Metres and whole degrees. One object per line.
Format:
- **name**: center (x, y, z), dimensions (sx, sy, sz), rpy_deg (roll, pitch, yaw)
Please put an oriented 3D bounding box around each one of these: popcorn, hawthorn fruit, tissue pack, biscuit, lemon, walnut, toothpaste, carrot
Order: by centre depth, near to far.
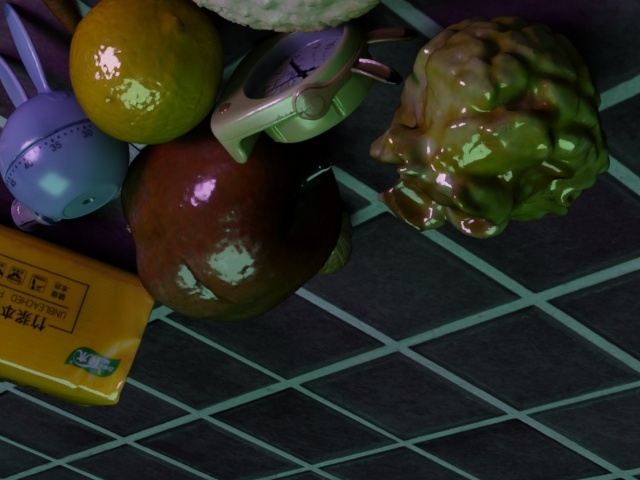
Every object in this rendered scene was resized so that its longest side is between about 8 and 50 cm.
- **biscuit**: center (-0.036, -0.286, 1.239), dimensions (0.281, 0.084, 0.179), rpy_deg (3, 148, 14)
- **popcorn**: center (0.183, -0.119, 1.283), dimensions (0.258, 0.224, 0.270), rpy_deg (-12, 152, -48)
- **lemon**: center (-0.201, -0.198, 1.354), dimensions (0.178, 0.178, 0.203), rpy_deg (23, 148, -17)
- **carrot**: center (-0.314, -0.297, 1.368), dimensions (0.048, 0.048, 0.216), rpy_deg (5, 153, 12)
- **hawthorn fruit**: center (-0.099, -0.049, 1.486), dimensions (0.268, 0.267, 0.301), rpy_deg (32, 136, -29)
- **walnut**: center (0.000, 0.000, 1.687), dimensions (0.105, 0.105, 0.124), rpy_deg (12, 164, 0)
- **toothpaste**: center (-0.350, -0.077, 1.738), dimensions (0.266, 0.061, 0.096), rpy_deg (-21, 135, 34)
- **tissue pack**: center (-0.477, 0.109, 1.865), dimensions (0.382, 0.228, 0.293), rpy_deg (20, 168, -14)

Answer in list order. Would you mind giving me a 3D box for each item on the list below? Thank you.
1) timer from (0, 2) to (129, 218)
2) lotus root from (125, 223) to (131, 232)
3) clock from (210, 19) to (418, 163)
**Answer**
- **timer**: center (-0.319, -0.149, 1.464), dimensions (0.175, 0.255, 0.175), rpy_deg (-7, 155, -4)
- **lotus root**: center (-0.216, -0.019, 1.766), dimensions (0.150, 0.062, 0.073), rpy_deg (9, 157, 6)
- **clock**: center (-0.006, -0.180, 1.317), dimensions (0.232, 0.170, 0.069), rpy_deg (-15, 126, 34)
